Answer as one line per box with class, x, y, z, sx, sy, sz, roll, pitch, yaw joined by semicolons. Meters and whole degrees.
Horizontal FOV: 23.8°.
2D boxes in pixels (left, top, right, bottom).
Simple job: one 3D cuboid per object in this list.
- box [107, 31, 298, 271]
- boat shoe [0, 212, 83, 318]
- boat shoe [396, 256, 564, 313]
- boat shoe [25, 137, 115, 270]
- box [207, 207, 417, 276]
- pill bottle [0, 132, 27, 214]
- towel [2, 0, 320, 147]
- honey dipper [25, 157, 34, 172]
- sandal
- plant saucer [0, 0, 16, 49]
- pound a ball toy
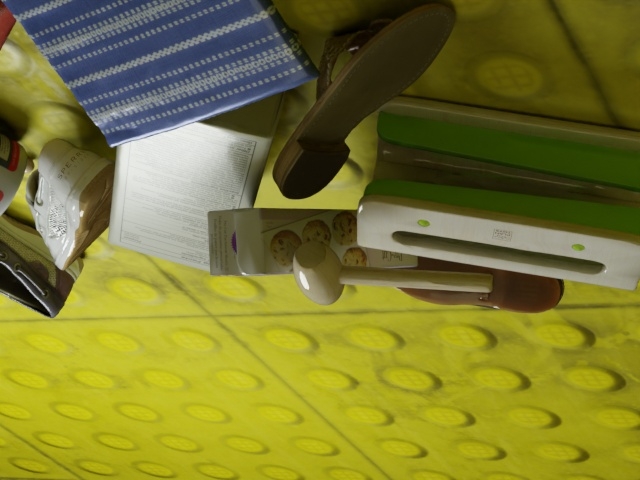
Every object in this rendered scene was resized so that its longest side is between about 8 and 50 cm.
box;-0.123;-0.092;1.501;0.148;0.121;0.311;15;153;-5
boat shoe;-0.428;0.010;1.869;0.285;0.092;0.103;28;150;-28
boat shoe;0.167;0.038;1.689;0.207;0.073;0.073;15;-166;9
boat shoe;-0.284;-0.049;1.708;0.096;0.098;0.277;39;156;1
box;0.000;0.000;1.527;0.063;0.067;0.324;-2;179;29
pill bottle;-0.419;-0.098;1.638;0.180;0.108;0.108;32;148;-33
towel;-0.176;-0.237;1.215;0.243;0.040;0.336;-14;121;38
honey dipper;-0.397;-0.079;1.757;0.161;0.030;0.030;-4;149;25
sandal;0.019;-0.147;1.376;0.088;0.079;0.240;4;134;-45
plant saucer;-0.437;-0.221;1.474;0.258;0.047;0.259;22;153;-17
pound a ball toy;0.148;-0.007;1.455;0.319;0.208;0.135;8;152;7
